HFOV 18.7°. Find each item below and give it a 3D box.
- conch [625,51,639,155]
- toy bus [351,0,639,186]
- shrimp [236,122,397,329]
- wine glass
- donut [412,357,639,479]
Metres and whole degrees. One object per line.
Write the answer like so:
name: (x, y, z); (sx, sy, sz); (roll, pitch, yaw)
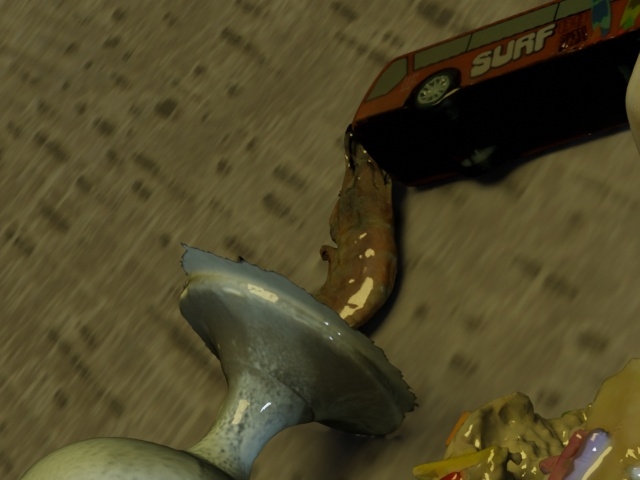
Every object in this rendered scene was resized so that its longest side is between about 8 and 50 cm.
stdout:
conch: (0.314, -0.071, 1.277); (0.255, 0.127, 0.158); (37, 86, 28)
toy bus: (0.209, -0.133, 1.438); (0.408, 0.093, 0.092); (-16, 39, 35)
shrimp: (0.000, 0.000, 1.572); (0.152, 0.046, 0.219); (-18, 46, 31)
wine glass: (-0.098, 0.200, 1.338); (0.238, 0.238, 0.323); (3, 56, 47)
donut: (0.131, 0.207, 1.047); (0.371, 0.150, 0.307); (147, 145, -73)
